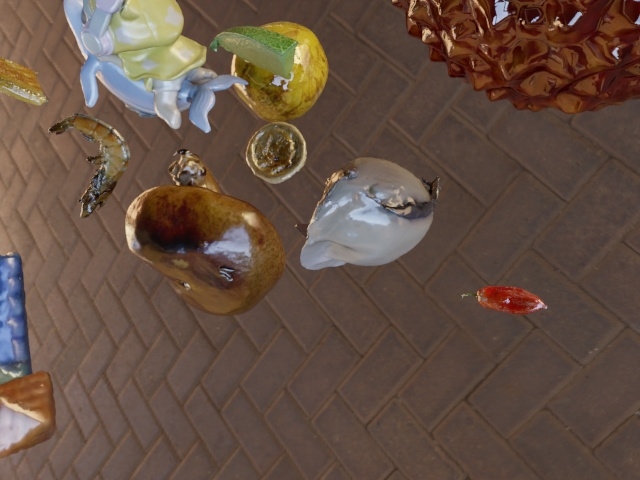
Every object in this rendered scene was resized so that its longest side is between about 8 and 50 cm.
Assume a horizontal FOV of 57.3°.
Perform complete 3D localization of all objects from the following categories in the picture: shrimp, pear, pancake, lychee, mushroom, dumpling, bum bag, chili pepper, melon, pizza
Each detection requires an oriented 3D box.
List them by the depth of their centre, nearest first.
[{"bbox_3d":[0.257,-0.334,0.592,0.500,0.424,0.425,116,142,-67],"label":"lychee"},{"bbox_3d":[0.089,-0.024,0.930,0.163,0.292,0.205,22,106,32],"label":"dumpling"},{"bbox_3d":[-0.428,-0.139,1.047,0.147,0.035,0.195,33,117,-10],"label":"shrimp"},{"bbox_3d":[-0.135,-0.384,1.181,0.261,0.114,0.053,25,71,38],"label":"melon"},{"bbox_3d":[-0.222,-0.009,1.227,0.345,0.345,0.260,-4,48,35],"label":"mushroom"},{"bbox_3d":[0.405,0.129,1.292,0.191,0.050,0.059,7,81,39],"label":"chili pepper"},{"bbox_3d":[-0.100,-0.205,1.350,0.151,0.025,0.152,-3,75,11],"label":"pancake"},{"bbox_3d":[-0.832,-0.434,1.554,0.292,0.197,0.058,31,107,1],"label":"pizza"},{"bbox_3d":[-0.112,-0.468,1.622,0.280,0.280,0.281,-6,79,34],"label":"pear"},{"bbox_3d":[0.000,0.000,1.768,0.159,0.109,0.026,46,113,24],"label":"bum bag"}]

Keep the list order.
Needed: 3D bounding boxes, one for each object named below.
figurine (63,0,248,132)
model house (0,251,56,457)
[{"bbox_3d":[-0.186,-0.208,0.643,0.128,0.208,0.184,-63,4,-35],"label":"figurine"},{"bbox_3d":[-0.421,0.107,0.574,0.329,0.294,0.252,4,92,29],"label":"model house"}]
